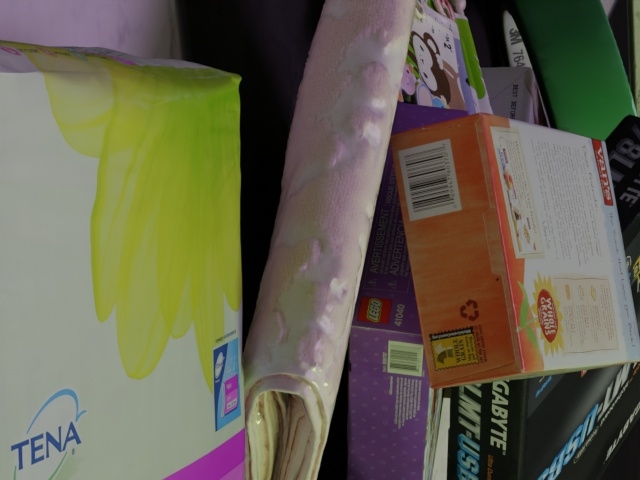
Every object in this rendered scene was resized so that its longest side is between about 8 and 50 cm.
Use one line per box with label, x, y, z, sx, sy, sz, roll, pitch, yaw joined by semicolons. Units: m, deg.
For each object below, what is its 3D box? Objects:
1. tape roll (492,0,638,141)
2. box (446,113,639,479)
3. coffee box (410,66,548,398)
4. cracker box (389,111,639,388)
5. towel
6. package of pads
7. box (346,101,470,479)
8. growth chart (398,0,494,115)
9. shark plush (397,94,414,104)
tape roll;0.243;-0.125;1.799;0.321;0.077;0.321;-16;90;-89
box;0.196;0.097;1.469;0.295;0.073;0.293;-46;147;-39
coffee box;0.136;0.004;1.555;0.297;0.119;0.168;63;31;-59
cracker box;0.129;0.009;1.183;0.232;0.067;0.155;4;75;-62
towel;0.000;0.000;1.048;0.317;0.053;0.332;102;0;-60
package of pads;-0.112;0.036;0.726;0.296;0.101;0.229;-19;109;-74
box;0.058;0.078;1.293;0.293;0.057;0.201;90;10;-48
growth chart;0.071;-0.150;1.356;0.237;0.021;0.172;31;40;-57
shark plush;0.039;-0.120;1.341;0.067;0.073;0.161;43;47;-27
